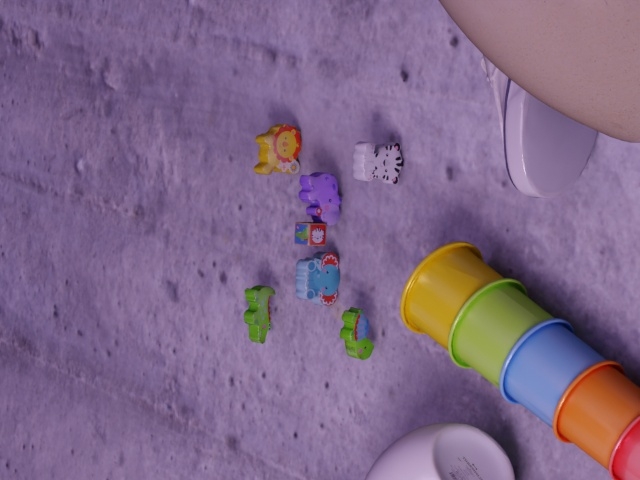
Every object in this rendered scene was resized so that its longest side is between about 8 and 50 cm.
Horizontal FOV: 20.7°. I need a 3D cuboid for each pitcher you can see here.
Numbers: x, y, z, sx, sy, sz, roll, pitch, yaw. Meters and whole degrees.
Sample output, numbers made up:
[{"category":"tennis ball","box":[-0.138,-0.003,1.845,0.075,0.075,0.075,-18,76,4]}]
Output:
[{"category":"pitcher","box":[0.100,0.267,1.542,0.178,0.125,0.207,50,136,13]}]

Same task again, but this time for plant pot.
[{"category":"plant pot","box":[0.244,-0.186,1.323,0.284,0.284,0.191,-12,112,47]}]

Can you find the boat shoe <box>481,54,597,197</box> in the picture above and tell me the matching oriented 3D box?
[{"category":"boat shoe","box":[0.177,-0.166,1.491,0.088,0.096,0.267,-5,83,51]}]

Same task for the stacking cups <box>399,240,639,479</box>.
[{"category":"stacking cups","box":[0.194,0.120,1.452,0.316,0.096,0.096,42,118,40]}]

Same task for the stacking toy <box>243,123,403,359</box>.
[{"category":"stacking toy","box":[0.000,0.000,1.709,0.167,0.052,0.221,8,95,49]}]
